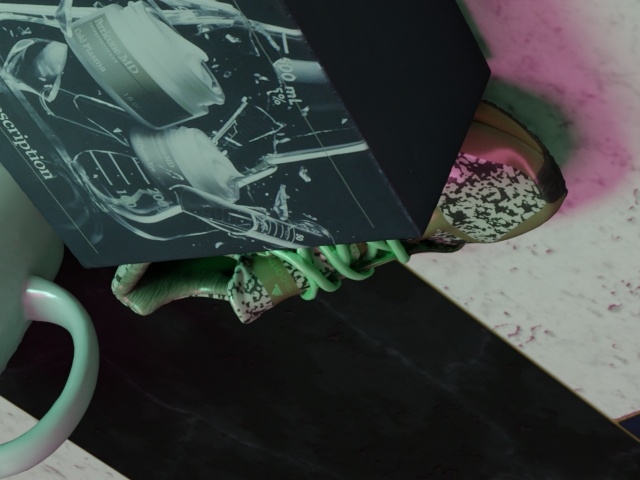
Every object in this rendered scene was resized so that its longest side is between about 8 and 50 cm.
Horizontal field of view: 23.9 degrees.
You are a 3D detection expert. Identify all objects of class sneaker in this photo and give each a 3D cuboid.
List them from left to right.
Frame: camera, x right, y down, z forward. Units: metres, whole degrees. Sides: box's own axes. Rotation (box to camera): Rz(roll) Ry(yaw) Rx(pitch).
[{"bbox_3d":[0.000,0.000,1.198,0.410,0.182,0.158,-7,134,35],"label":"sneaker"}]

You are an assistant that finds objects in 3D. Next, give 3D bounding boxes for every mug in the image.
[{"bbox_3d":[-0.389,0.095,1.411,0.374,0.328,0.276,16,144,10],"label":"mug"}]

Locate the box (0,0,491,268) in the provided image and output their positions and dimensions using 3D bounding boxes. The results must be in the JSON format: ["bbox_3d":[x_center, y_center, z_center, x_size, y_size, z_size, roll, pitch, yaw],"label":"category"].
[{"bbox_3d":[-0.104,-0.165,1.044,0.312,0.179,0.343,-7,133,34],"label":"box"}]
